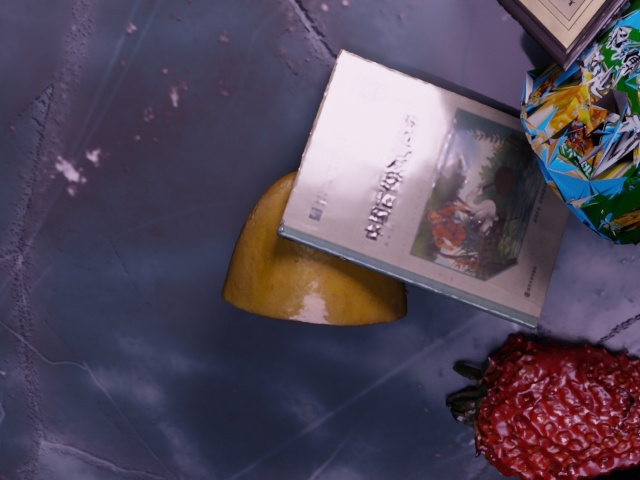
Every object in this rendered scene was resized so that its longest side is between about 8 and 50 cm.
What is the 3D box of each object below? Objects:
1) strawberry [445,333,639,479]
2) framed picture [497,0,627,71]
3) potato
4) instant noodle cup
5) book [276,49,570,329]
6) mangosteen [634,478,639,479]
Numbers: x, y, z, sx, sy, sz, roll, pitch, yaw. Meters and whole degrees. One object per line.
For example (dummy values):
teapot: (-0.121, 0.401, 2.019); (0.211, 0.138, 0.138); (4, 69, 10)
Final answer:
strawberry: (0.286, 0.210, 1.221); (0.286, 0.106, 0.188); (-2, 119, 11)
framed picture: (0.225, -0.284, 0.944); (0.010, 0.195, 0.199); (5, 131, -44)
potato: (0.000, 0.000, 1.138); (0.203, 0.178, 0.158); (15, 105, 27)
instant noodle cup: (0.308, -0.115, 0.981); (0.240, 0.240, 0.178); (44, 122, -14)
book: (0.118, -0.052, 1.079); (0.282, 0.025, 0.215); (19, 76, -3)
mangosteen: (0.416, 0.437, 1.227); (0.306, 0.306, 0.360); (15, 149, 2)
